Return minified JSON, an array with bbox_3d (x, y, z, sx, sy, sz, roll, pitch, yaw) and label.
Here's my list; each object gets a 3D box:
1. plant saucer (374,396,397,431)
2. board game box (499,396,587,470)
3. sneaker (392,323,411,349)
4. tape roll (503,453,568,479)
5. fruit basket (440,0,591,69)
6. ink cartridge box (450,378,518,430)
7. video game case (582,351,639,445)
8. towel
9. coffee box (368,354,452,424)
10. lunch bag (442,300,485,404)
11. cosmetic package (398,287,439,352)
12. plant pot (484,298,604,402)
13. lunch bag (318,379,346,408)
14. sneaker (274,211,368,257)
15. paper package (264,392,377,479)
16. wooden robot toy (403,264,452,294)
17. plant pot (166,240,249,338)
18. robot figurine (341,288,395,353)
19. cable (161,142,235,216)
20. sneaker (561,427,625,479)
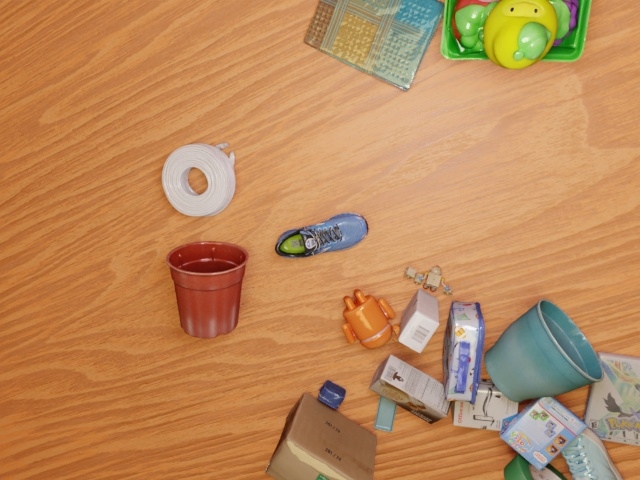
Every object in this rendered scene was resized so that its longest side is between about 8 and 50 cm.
[{"bbox_3d":[0.243,0.601,1.713,0.067,0.018,0.192,11,103,9],"label":"plant saucer"},{"bbox_3d":[0.710,0.607,1.514,0.160,0.039,0.211,40,101,7],"label":"board game box"},{"bbox_3d":[0.293,0.311,1.583,0.067,0.175,0.064,-35,50,18],"label":"sneaker"},{"bbox_3d":[0.739,0.832,1.502,0.321,0.321,0.077,37,107,2],"label":"tape roll"},{"bbox_3d":[0.504,-0.576,1.221,0.392,0.392,0.283,5,103,11],"label":"fruit basket"},{"bbox_3d":[0.553,0.554,1.602,0.203,0.086,0.148,2,103,10],"label":"ink cartridge box"},{"bbox_3d":[1.042,0.523,1.519,0.329,0.036,0.300,6,103,11],"label":"video game case"},{"bbox_3d":[0.162,-0.657,1.445,0.370,0.040,0.271,27,105,7],"label":"towel"},{"bbox_3d":[0.308,0.507,1.606,0.246,0.098,0.141,29,148,4],"label":"coffee box"},{"bbox_3d":[0.453,0.356,1.498,0.115,0.243,0.303,3,102,11],"label":"lunch bag"},{"bbox_3d":[0.315,0.249,1.509,0.085,0.231,0.117,30,106,4],"label":"cosmetic package"},{"bbox_3d":[0.661,0.363,1.458,0.271,0.271,0.255,46,121,-1],"label":"plant pot"},{"bbox_3d":[0.037,0.562,1.721,0.098,0.067,0.065,28,106,6],"label":"lunch bag"},{"bbox_3d":[0.000,0.000,1.564,0.330,0.147,0.130,-17,98,14],"label":"sneaker"},{"bbox_3d":[0.012,0.739,1.639,0.325,0.309,0.168,31,107,2],"label":"paper package"},{"bbox_3d":[0.367,0.118,1.569,0.173,0.076,0.079,21,70,7],"label":"wooden robot toy"},{"bbox_3d":[-0.387,0.174,1.638,0.272,0.272,0.265,8,112,10],"label":"plant pot"},{"bbox_3d":[0.158,0.274,1.602,0.128,0.158,0.219,-27,97,49],"label":"robot figurine"},{"bbox_3d":[-0.419,-0.205,1.636,0.257,0.089,0.257,-1,102,12],"label":"cable"},{"bbox_3d":[0.867,0.743,1.528,0.366,0.150,0.135,49,133,-1],"label":"sneaker"}]
